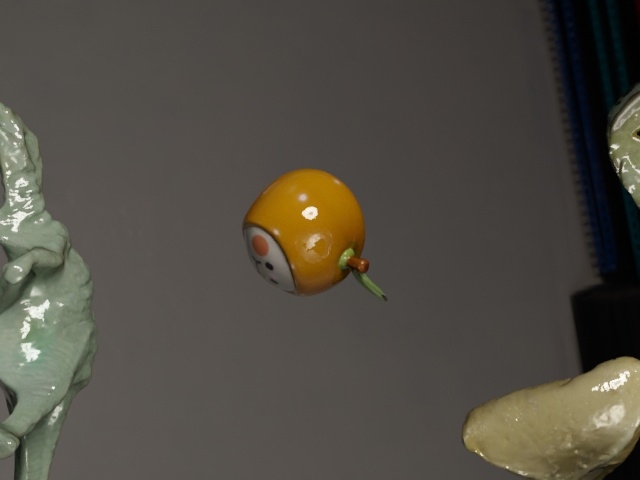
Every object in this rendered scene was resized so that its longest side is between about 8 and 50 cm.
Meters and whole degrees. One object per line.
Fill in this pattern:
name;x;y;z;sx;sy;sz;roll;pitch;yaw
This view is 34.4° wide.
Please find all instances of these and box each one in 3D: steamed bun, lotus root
steamed bun;0.308;0.250;1.259;0.231;0.111;0.212;-22;-38;12
lotus root;0.421;-0.104;1.158;0.203;0.183;0.078;-4;1;8

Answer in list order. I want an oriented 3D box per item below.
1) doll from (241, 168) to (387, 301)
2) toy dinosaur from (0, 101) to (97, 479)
doll;0.000;0.000;1.667;0.236;0.214;0.213;28;17;28
toy dinosaur;-0.220;0.104;0.750;0.092;0.393;0.205;-8;15;16
